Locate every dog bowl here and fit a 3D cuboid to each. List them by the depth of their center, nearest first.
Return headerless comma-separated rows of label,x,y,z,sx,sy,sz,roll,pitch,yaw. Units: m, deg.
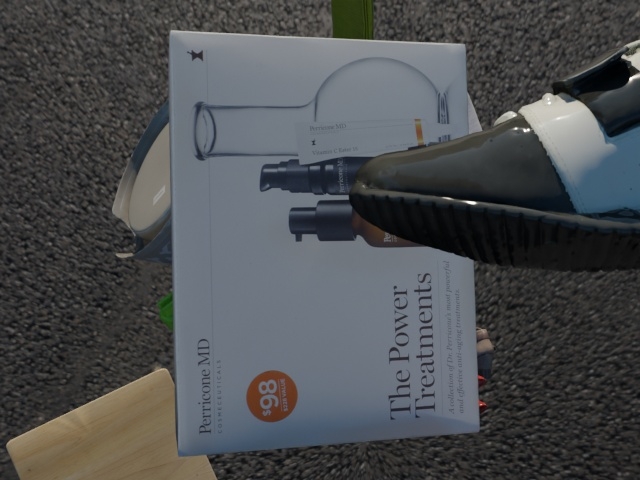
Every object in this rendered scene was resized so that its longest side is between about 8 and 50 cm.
dog bowl,-0.252,-0.112,1.296,0.102,0.349,0.348,25,73,-32

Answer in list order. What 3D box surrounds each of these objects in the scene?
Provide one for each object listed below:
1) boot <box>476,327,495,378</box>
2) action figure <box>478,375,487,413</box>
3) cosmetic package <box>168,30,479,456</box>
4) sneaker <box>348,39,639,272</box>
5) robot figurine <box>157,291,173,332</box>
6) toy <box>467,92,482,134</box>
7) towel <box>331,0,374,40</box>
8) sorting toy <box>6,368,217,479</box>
boot,0.264,0.194,1.244,0.042,0.118,0.086,-2,83,-23
action figure,0.156,0.192,1.209,0.139,0.280,0.091,-12,116,-9
cosmetic package,0.000,0.000,0.691,0.285,0.097,0.376,-2,87,-11
sneaker,0.183,-0.059,0.418,0.331,0.122,0.146,0,76,13
robot figurine,-0.279,0.156,1.446,0.067,0.115,0.101,-41,40,-11
toy,0.274,-0.156,1.396,0.137,0.056,0.237,-28,71,34
towel,0.038,-0.250,0.958,0.021,0.237,0.102,-17,33,-23
sorting toy,-0.316,0.373,1.137,0.257,0.089,0.255,-24,88,-20
